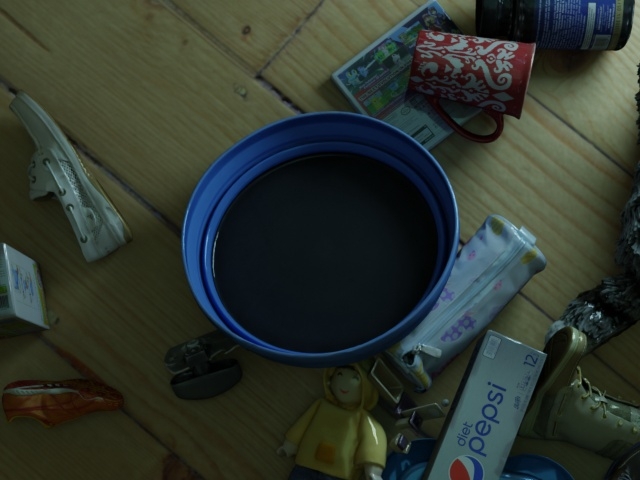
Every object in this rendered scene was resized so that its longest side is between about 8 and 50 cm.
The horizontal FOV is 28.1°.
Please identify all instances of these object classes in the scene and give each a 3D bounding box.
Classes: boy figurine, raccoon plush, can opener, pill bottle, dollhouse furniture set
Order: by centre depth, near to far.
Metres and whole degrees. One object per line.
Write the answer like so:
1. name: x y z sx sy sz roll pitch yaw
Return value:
1. dollhouse furniture set: 0.116 0.219 1.748 0.114 0.081 0.091 50 44 -23
2. boy figurine: 0.022 0.290 1.792 0.177 0.092 0.285 18 84 38
3. raccoon plush: 0.445 -0.067 1.821 0.446 0.216 0.299 -32 75 -4
4. can opener: -0.089 0.146 1.858 0.284 0.076 0.095 -20 114 -3
5. pill bottle: 0.343 -0.343 1.894 0.219 0.123 0.122 1 81 0

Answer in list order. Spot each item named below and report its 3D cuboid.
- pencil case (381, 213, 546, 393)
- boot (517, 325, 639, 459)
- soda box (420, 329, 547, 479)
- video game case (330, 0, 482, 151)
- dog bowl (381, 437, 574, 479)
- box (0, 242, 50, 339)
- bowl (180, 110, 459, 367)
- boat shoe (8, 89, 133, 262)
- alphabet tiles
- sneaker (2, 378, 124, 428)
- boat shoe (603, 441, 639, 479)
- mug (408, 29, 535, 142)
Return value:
1. pencil case: 0.196 0.087 1.827 0.273 0.124 0.113 -45 74 -7
2. boot: 0.377 0.217 1.782 0.165 0.213 0.077 17 41 1
3. soda box: 0.209 0.272 1.737 0.091 0.098 0.286 23 78 4
4. video game case: 0.148 -0.237 1.929 0.201 0.023 0.183 -38 83 -4
5. dog bowl: 0.218 0.374 1.808 0.297 0.074 0.165 8 81 2
6. box: -0.461 0.077 1.789 0.114 0.203 0.103 -11 81 0
7. bowl: 0.000 0.000 1.806 0.391 0.077 0.391 -4 61 7
8. boat shoe: -0.386 -0.092 1.869 0.096 0.098 0.277 -35 84 -6
9. alphabet tiles: -0.042 0.034 1.848 0.237 0.009 0.198 -1 60 8
10. sneaker: -0.369 0.237 1.846 0.175 0.064 0.067 0 101 5
11. boat shoe: 0.427 0.362 1.812 0.066 0.066 0.183 39 83 5
12. mug: 0.215 -0.230 1.862 0.169 0.113 0.150 12 80 6
